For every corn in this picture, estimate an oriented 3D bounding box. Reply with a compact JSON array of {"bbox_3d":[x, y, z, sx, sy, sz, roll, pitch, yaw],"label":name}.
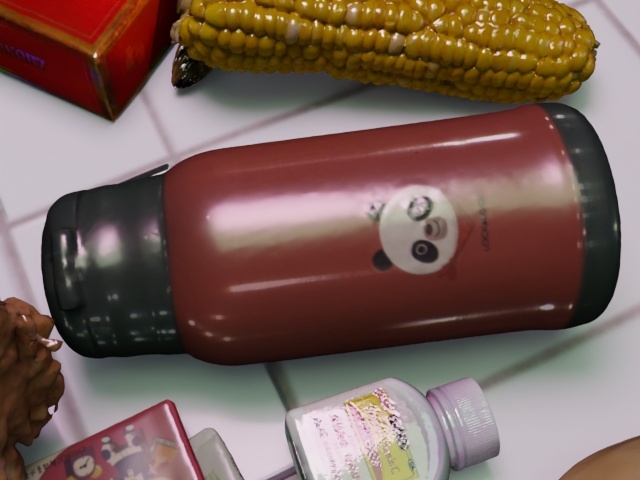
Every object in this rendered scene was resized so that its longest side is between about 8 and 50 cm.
[{"bbox_3d":[0.050,-0.158,0.694,0.313,0.102,0.102,6,61,-10],"label":"corn"}]

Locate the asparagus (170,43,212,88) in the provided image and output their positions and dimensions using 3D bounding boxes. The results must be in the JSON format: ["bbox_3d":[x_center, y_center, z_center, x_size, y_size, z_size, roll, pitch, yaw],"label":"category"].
[{"bbox_3d":[-0.071,-0.179,0.748,0.036,0.030,0.165,36,63,-7],"label":"asparagus"}]

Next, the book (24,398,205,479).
[{"bbox_3d":[-0.116,0.223,0.525,0.162,0.022,0.232,-25,64,-4],"label":"book"}]

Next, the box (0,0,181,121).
[{"bbox_3d":[-0.168,-0.265,0.761,0.197,0.089,0.313,25,65,10],"label":"box"}]

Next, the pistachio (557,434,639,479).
[{"bbox_3d":[0.233,0.167,0.499,0.293,0.181,0.162,-12,100,-4],"label":"pistachio"}]

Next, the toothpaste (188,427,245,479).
[{"bbox_3d":[-0.030,0.196,0.548,0.048,0.029,0.197,-35,65,-10],"label":"toothpaste"}]

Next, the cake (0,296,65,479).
[{"bbox_3d":[-0.312,0.107,0.451,0.282,0.256,0.290,15,60,15],"label":"cake"}]

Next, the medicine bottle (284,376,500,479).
[{"bbox_3d":[0.044,0.124,0.573,0.118,0.055,0.074,-16,62,-10],"label":"medicine bottle"}]

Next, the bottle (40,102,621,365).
[{"bbox_3d":[0.000,0.000,0.589,0.336,0.144,0.144,-6,62,-4],"label":"bottle"}]
